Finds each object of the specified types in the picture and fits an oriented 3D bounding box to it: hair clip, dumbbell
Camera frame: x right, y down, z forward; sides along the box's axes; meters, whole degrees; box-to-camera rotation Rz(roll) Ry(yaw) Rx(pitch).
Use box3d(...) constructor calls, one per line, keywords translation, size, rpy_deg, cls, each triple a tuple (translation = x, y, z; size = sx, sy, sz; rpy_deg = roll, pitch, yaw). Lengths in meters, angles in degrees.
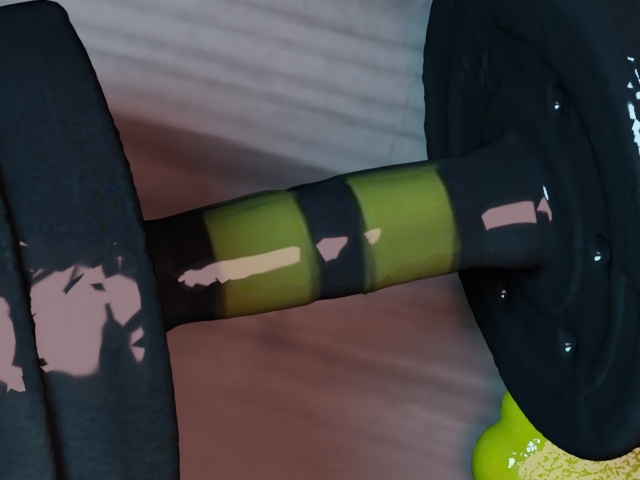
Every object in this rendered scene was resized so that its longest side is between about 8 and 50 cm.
box3d(translation=(0.138, 0.062, 0.658), size=(0.173, 0.046, 0.072), rpy_deg=(-20, 98, -13), cls="hair clip")
box3d(translation=(0.000, 0.000, 0.535), size=(0.388, 0.185, 0.185), rpy_deg=(-11, 99, -17), cls="dumbbell")
